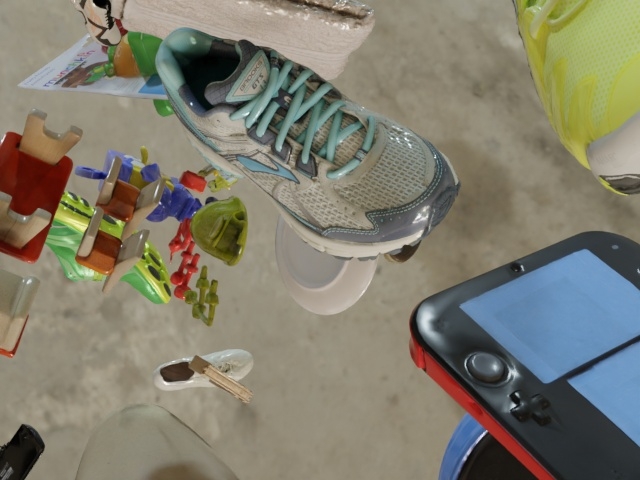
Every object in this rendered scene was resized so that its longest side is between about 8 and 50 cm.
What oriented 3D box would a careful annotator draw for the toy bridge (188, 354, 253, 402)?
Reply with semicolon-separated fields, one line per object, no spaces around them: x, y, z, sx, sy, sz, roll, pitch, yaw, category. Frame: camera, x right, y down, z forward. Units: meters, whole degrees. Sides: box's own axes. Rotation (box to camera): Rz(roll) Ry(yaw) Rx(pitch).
-0.154;0.238;1.637;0.063;0.188;0.026;25;77;27;toy bridge

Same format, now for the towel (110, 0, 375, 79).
-0.092;-0.245;1.087;0.282;0.187;0.049;12;81;-10;towel

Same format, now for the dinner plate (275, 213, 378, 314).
0.000;0.000;0.933;0.017;0.141;0.141;5;54;-45;dinner plate

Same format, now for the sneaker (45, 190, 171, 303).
-0.393;0.024;1.760;0.295;0.123;0.109;37;21;-20;sneaker

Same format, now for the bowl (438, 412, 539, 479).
0.358;0.371;1.373;0.391;0.077;0.391;2;101;8;bowl

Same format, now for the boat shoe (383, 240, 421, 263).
0.128;-0.037;1.599;0.068;0.072;0.190;34;53;-22;boat shoe

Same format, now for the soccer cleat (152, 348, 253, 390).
-0.219;0.247;1.867;0.196;0.076;0.068;-10;73;-15;soccer cleat

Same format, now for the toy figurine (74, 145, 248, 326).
-0.249;-0.038;1.393;0.217;0.362;0.191;22;100;-21;toy figurine

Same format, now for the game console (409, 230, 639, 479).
0.329;0.134;1.132;0.387;0.060;0.342;-20;43;-31;game console

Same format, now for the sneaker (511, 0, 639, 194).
0.147;-0.177;0.576;0.147;0.145;0.384;27;39;-20;sneaker

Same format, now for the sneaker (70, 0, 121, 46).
-0.296;-0.303;1.330;0.044;0.109;0.040;6;60;26;sneaker

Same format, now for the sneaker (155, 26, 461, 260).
-0.027;-0.080;0.733;0.283;0.122;0.110;27;74;36;sneaker

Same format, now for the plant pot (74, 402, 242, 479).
-0.208;0.333;1.225;0.257;0.256;0.274;-12;29;-16;plant pot

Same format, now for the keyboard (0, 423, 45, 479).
-0.549;0.407;1.746;0.100;0.038;0.192;43;102;31;keyboard

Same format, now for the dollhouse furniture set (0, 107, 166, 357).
-0.330;-0.007;1.031;0.262;0.135;0.259;26;49;-20;dollhouse furniture set

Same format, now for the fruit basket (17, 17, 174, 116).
-0.269;-0.333;1.590;0.353;0.165;0.327;14;45;30;fruit basket
